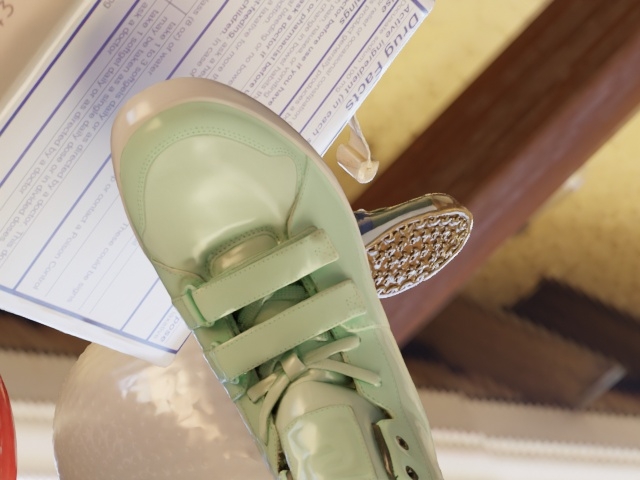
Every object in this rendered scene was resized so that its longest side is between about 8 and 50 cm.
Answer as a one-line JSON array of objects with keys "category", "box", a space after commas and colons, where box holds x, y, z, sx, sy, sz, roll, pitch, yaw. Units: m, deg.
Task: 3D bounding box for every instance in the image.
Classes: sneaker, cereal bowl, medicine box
[{"category": "sneaker", "box": [-0.005, 0.049, 0.892, 0.256, 0.094, 0.151, 59, -176, -25]}, {"category": "cereal bowl", "box": [-0.067, 0.213, 1.422, 0.339, 0.339, 0.141, 43, -115, -4]}, {"category": "medicine box", "box": [-0.112, -0.099, 1.040, 0.149, 0.263, 0.289, 39, -176, 25]}, {"category": "sneaker", "box": [0.000, 0.000, 1.233, 0.192, 0.064, 0.086, -25, -129, -34]}]

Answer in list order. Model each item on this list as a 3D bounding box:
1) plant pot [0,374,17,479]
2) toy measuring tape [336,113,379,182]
[{"category": "plant pot", "box": [-0.289, 0.128, 1.194, 0.174, 0.191, 0.191, 0, -132, -36]}, {"category": "toy measuring tape", "box": [-0.045, -0.156, 1.542, 0.121, 0.121, 0.330, -101, -7, -50]}]
